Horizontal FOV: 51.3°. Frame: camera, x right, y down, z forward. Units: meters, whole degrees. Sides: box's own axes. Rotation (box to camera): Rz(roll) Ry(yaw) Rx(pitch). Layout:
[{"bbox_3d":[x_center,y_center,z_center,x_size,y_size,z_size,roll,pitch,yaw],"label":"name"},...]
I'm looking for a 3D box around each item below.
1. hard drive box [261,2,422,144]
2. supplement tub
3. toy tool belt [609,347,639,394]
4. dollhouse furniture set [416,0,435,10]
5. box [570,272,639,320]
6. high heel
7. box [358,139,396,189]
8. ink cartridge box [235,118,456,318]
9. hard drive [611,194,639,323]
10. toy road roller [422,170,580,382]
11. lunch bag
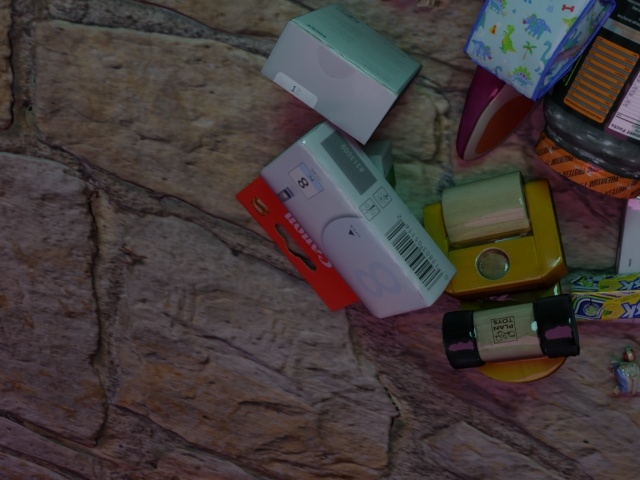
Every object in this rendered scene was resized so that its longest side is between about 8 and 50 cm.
[{"bbox_3d":[0.042,-0.260,1.001,0.181,0.232,0.089,35,119,0],"label":"hard drive box"},{"bbox_3d":[0.441,-0.240,0.897,0.207,0.207,0.337,24,119,6],"label":"supplement tub"},{"bbox_3d":[0.535,0.234,1.176,0.051,0.052,0.083,-17,107,15],"label":"toy tool belt"},{"bbox_3d":[0.132,-0.424,1.024,0.081,0.091,0.114,23,100,52],"label":"dollhouse furniture set"},{"bbox_3d":[0.492,0.089,1.065,0.169,0.059,0.054,-5,115,21],"label":"box"},{"bbox_3d":[0.271,-0.307,1.009,0.181,0.127,0.377,54,135,32],"label":"high heel"},{"bbox_3d":[0.069,-0.113,1.134,0.102,0.101,0.087,-5,112,18],"label":"box"},{"bbox_3d":[0.000,0.000,1.119,0.308,0.091,0.385,50,147,-8],"label":"ink cartridge box"},{"bbox_3d":[0.659,0.037,1.047,0.353,0.047,0.232,3,114,16],"label":"hard drive"},{"bbox_3d":[0.312,0.072,1.118,0.203,0.241,0.329,-12,72,23],"label":"toy road roller"},{"bbox_3d":[0.273,-0.273,0.854,0.129,0.096,0.151,44,116,26],"label":"lunch bag"}]
